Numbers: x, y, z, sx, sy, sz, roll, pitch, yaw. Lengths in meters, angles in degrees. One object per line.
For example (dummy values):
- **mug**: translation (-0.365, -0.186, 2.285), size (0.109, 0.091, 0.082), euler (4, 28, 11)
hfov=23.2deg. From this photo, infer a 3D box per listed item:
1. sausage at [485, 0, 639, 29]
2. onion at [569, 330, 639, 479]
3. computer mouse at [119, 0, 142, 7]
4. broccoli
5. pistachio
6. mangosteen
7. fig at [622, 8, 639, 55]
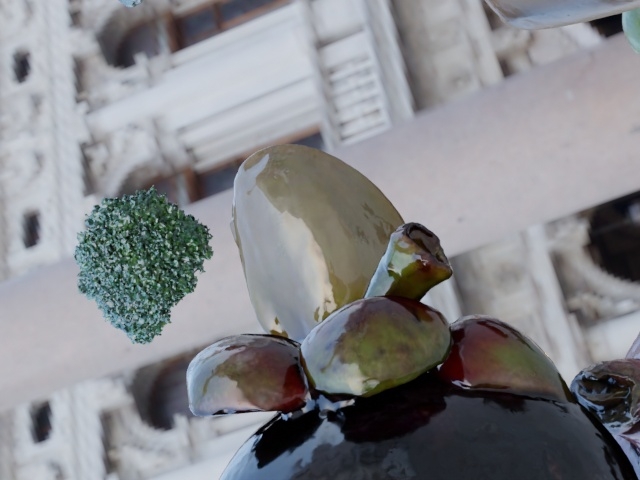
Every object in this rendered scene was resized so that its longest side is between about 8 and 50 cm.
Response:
- **sausage**: translation (0.284, -0.274, 1.502), size (0.112, 0.328, 0.112), euler (3, -96, -36)
- **onion**: translation (0.397, 0.180, 1.524), size (0.385, 0.348, 0.348), euler (15, -130, -32)
- **computer mouse**: translation (-0.222, -0.343, 1.740), size (0.231, 0.126, 0.071), euler (38, 144, 24)
- **broccoli**: translation (-0.234, 0.032, 2.141), size (0.194, 0.194, 0.220), euler (-6, -79, -73)
- **pistachio**: translation (0.000, 0.000, 1.921), size (0.163, 0.212, 0.260), euler (-63, -47, -87)
- **mangosteen**: translation (0.070, 0.221, 1.302), size (0.382, 0.382, 0.435), euler (-61, -47, -69)
- **fig**: translation (0.498, -0.304, 2.092), size (0.167, 0.167, 0.233), euler (59, 170, -33)
